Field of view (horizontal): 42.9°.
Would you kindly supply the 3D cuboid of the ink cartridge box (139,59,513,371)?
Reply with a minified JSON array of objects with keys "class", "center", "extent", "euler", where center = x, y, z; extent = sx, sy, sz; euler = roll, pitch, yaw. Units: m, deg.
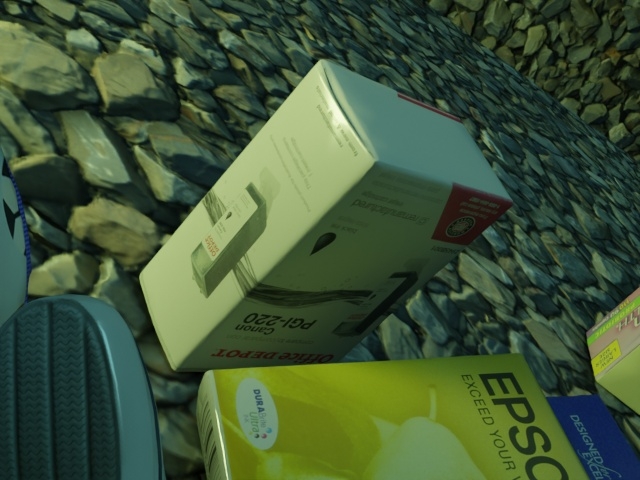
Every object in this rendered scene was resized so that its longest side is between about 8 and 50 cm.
[{"class":"ink cartridge box","center":[0.000,0.000,0.573],"extent":[0.158,0.218,0.092],"euler":[11,45,-46]}]

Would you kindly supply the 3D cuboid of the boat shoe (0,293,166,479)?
[{"class":"boat shoe","center":[-0.093,0.134,0.324],"extent":[0.083,0.226,0.076],"euler":[2,-3,20]}]

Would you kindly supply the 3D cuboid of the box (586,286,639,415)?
[{"class":"box","center":[0.503,0.149,1.021],"extent":[0.243,0.213,0.117],"euler":[37,27,-8]}]

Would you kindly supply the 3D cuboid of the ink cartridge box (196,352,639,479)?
[{"class":"ink cartridge box","center":[0.104,0.194,0.449],"extent":[0.307,0.072,0.303],"euler":[-3,41,-16]}]

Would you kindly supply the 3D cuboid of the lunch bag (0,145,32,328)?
[{"class":"lunch bag","center":[-0.271,-0.078,0.219],"extent":[0.385,0.239,0.328],"euler":[43,0,-2]}]

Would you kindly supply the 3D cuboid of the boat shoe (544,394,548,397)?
[{"class":"boat shoe","center":[0.181,0.192,0.656],"extent":[0.277,0.098,0.096],"euler":[19,33,-40]}]
